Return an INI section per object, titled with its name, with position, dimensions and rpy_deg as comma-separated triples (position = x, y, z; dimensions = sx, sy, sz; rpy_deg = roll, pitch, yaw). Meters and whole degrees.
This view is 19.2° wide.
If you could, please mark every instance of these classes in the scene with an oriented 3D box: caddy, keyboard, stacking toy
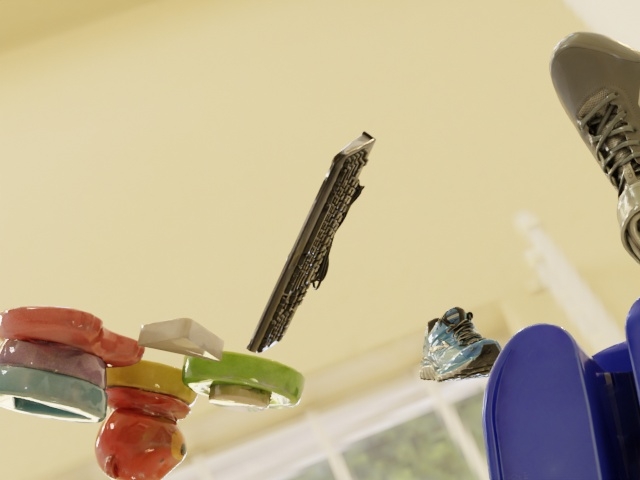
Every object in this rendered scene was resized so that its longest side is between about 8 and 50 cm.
[caddy]
position = 0.270, 0.207, 1.544
dimensions = 0.179, 0.241, 0.341
rpy_deg = 53, 26, -48
[keyboard]
position = 0.000, 0.000, 2.478
dimensions = 0.317, 0.033, 0.201
rpy_deg = -64, 171, 25
[stacking toy]
position = -0.183, 0.174, 1.958
dimensions = 0.309, 0.279, 0.130
rpy_deg = 31, 64, -52

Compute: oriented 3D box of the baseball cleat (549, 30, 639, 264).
[baseball cleat]
position = 0.210, -0.053, 1.232
dimensions = 0.206, 0.109, 0.072
rpy_deg = 50, -56, 14

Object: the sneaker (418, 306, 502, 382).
[sneaker]
position = 0.134, 0.102, 1.872
dimensions = 0.162, 0.063, 0.073
rpy_deg = 172, -87, -71
